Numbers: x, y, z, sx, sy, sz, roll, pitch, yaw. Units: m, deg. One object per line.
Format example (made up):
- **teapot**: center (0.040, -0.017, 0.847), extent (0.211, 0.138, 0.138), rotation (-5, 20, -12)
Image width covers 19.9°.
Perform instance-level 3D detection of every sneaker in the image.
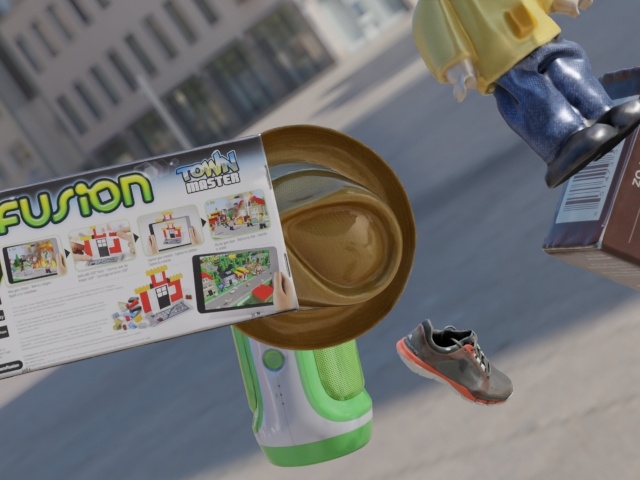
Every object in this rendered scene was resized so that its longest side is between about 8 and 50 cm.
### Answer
- **sneaker**: center (0.162, 0.134, 2.029), extent (0.065, 0.158, 0.061), rotation (-54, 32, 21)

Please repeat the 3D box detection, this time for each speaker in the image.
- **speaker**: center (-0.032, 0.067, 1.808), extent (0.131, 0.296, 0.131), rotation (-13, 8, 2)

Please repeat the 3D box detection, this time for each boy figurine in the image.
- **boy figurine**: center (0.155, -0.186, 1.533), extent (0.177, 0.285, 0.092), rotation (-29, -11, -32)

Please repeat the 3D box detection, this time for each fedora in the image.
- **fedora**: center (0.000, 0.000, 1.422), extent (0.194, 0.194, 0.079), rotation (-36, 17, -18)

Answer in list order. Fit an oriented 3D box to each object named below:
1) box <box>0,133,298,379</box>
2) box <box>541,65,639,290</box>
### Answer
- **box**: center (-0.126, 0.011, 1.119), extent (0.207, 0.114, 0.036), rotation (-12, 3, -12)
- **box**: center (0.428, -0.010, 1.761), extent (0.191, 0.381, 0.143), rotation (-71, 17, -7)
